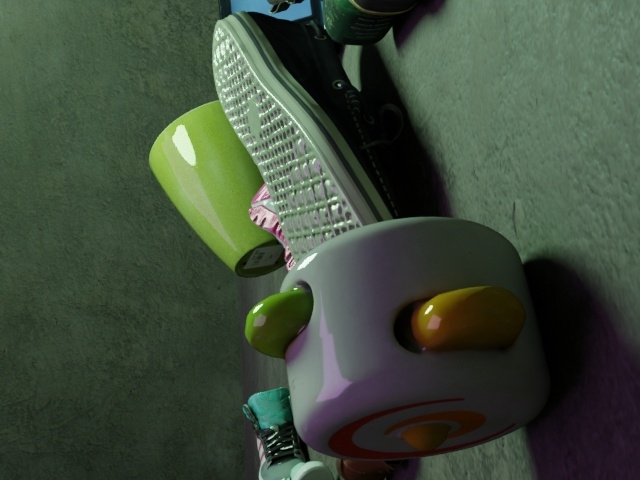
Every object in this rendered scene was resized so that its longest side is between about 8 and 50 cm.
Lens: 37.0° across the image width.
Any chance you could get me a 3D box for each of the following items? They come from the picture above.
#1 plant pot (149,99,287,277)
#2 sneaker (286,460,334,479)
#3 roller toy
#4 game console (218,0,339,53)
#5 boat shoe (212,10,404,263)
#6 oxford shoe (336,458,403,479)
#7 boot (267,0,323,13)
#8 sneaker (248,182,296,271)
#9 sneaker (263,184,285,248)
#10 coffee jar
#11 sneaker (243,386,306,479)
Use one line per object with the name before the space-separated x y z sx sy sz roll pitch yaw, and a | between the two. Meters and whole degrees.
plant pot | -0.163 -0.082 1.904 0.274 0.275 0.293 103 146 -59
sneaker | -0.033 0.442 1.716 0.151 0.094 0.255 -113 18 -46
roller toy | 0.071 0.084 0.716 0.191 0.209 0.146 32 -137 -52
game console | -0.058 -0.413 1.356 0.173 0.250 0.293 41 -140 -65
boat shoe | 0.015 -0.103 1.100 0.186 0.156 0.500 102 151 -42
oxford shoe | 0.068 0.264 1.176 0.076 0.076 0.212 34 154 26
boot | -0.027 -0.401 1.179 0.229 0.091 0.262 32 130 53
sneaker | 0.000 0.000 1.397 0.103 0.111 0.252 -50 45 13
sneaker | -0.025 -0.094 1.532 0.131 0.112 0.296 58 157 32
coffee jar | 0.054 -0.268 0.992 0.184 0.079 0.096 174 95 -81
sneaker | -0.087 0.401 1.985 0.295 0.124 0.178 -135 32 -77
